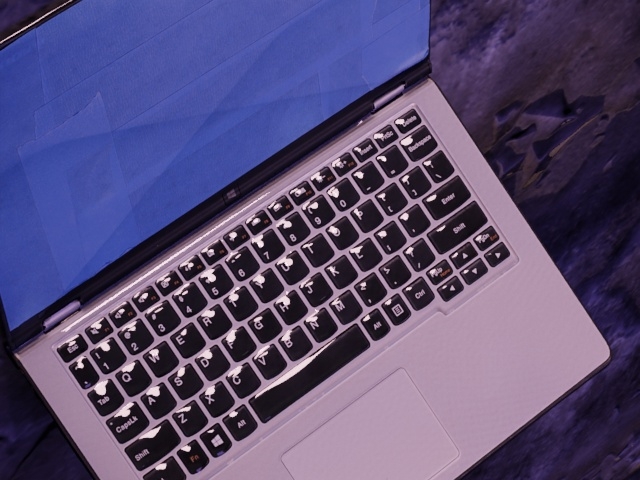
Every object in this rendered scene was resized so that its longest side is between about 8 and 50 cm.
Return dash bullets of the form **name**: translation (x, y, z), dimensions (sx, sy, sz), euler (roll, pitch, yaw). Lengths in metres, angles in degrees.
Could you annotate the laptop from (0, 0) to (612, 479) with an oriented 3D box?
- **laptop**: translation (0.000, 0.000, 1.281), dimensions (0.382, 0.408, 0.236), euler (-34, -178, -22)
